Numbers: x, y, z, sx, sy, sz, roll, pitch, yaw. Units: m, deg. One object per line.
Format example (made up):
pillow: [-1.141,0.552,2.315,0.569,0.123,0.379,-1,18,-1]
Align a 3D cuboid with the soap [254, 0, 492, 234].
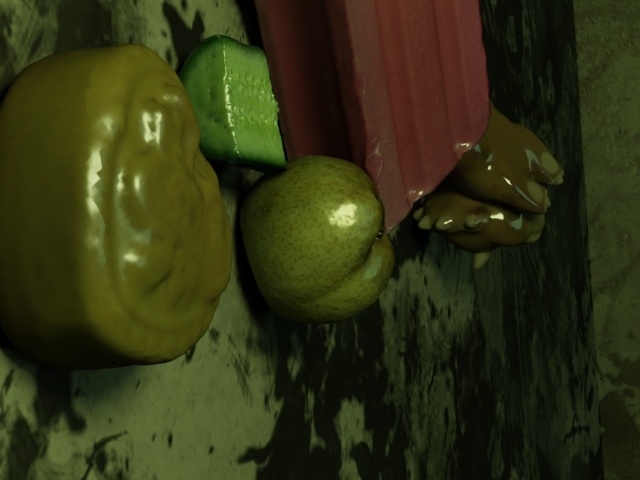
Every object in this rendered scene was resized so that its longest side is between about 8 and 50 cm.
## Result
soap: [0.057,-0.214,1.475,0.233,0.128,0.359,-45,138,-37]

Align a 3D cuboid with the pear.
pear: [0.000,0.000,1.402,0.167,0.137,0.167,-13,90,-81]

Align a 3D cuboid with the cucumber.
cucumber: [-0.082,-0.116,1.314,0.115,0.062,0.116,6,74,-71]

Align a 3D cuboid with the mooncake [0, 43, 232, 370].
mooncake: [-0.146,-0.013,1.051,0.235,0.117,0.234,-3,90,-73]

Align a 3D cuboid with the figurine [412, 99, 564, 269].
figurine: [0.186,-0.083,1.905,0.247,0.173,0.177,31,47,-28]
